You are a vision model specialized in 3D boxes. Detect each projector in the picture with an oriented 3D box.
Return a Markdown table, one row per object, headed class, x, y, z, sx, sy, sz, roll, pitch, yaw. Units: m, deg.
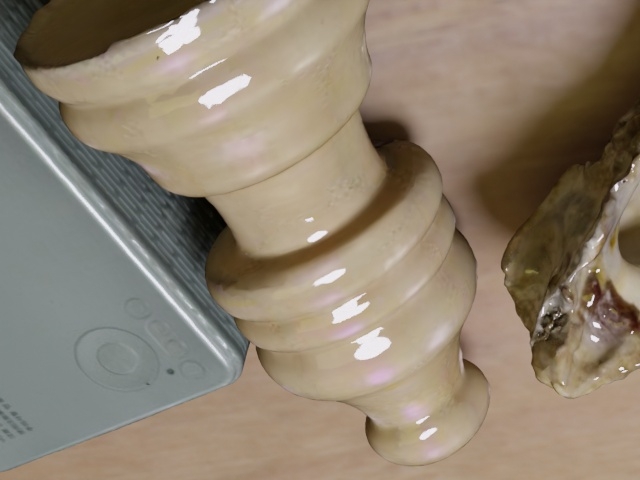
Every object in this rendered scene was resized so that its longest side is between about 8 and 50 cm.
| class | x | y | z | sx | sy | sz | roll | pitch | yaw |
| --- | --- | --- | --- | --- | --- | --- | --- | --- | --- |
| projector | -0.173 | -0.016 | 0.605 | 0.192 | 0.099 | 0.257 | -25 | 119 | 25 |

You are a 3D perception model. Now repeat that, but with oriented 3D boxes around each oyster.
| class | x | y | z | sx | sy | sz | roll | pitch | yaw |
| --- | --- | --- | --- | --- | --- | --- | --- | --- | --- |
| oyster | 0.177 | -0.030 | 0.536 | 0.161 | 0.107 | 0.233 | 40 | 106 | -13 |

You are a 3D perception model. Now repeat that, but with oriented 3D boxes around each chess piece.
| class | x | y | z | sx | sy | sz | roll | pitch | yaw |
| --- | --- | --- | --- | --- | --- | --- | --- | --- | --- |
| chess piece | 0.000 | 0.000 | 0.568 | 0.124 | 0.139 | 0.307 | -2 | 131 | 33 |
